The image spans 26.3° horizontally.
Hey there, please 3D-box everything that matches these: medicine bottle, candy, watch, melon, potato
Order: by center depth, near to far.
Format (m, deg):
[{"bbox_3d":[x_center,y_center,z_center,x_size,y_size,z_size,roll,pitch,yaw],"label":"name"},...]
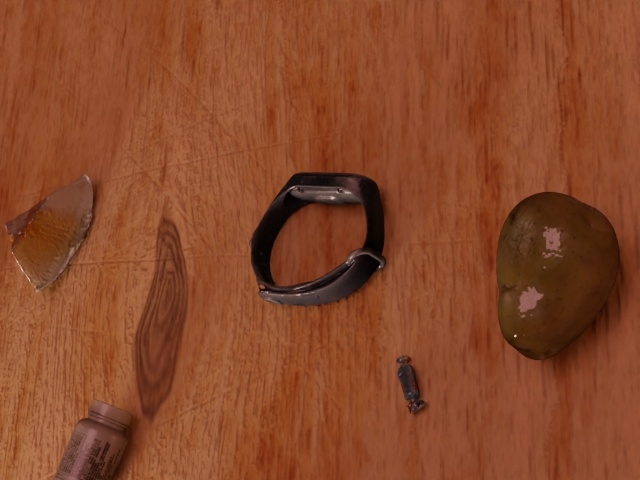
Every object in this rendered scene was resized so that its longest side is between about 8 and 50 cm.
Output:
[{"bbox_3d":[0.279,0.047,1.658,0.157,0.157,0.194,10,72,34],"label":"potato"},{"bbox_3d":[0.117,0.184,1.772,0.030,0.020,0.083,-24,56,20],"label":"candy"},{"bbox_3d":[0.000,0.000,1.904,0.206,0.068,0.193,5,74,37],"label":"watch"},{"bbox_3d":[-0.323,0.302,1.949,0.079,0.079,0.140,13,75,35],"label":"medicine bottle"},{"bbox_3d":[-0.447,-0.026,2.175,0.139,0.093,0.202,12,70,43],"label":"melon"}]
